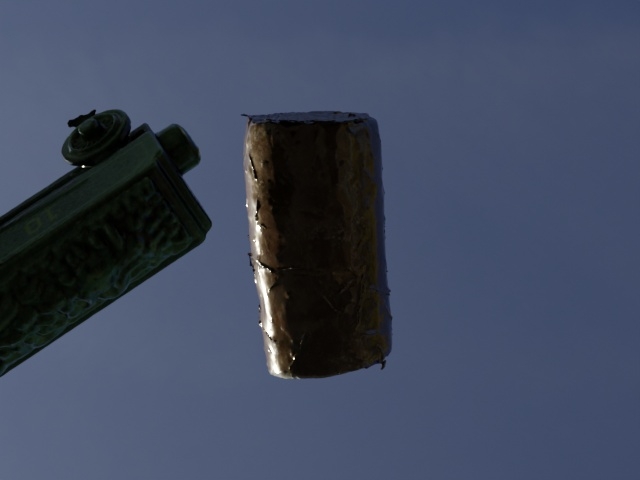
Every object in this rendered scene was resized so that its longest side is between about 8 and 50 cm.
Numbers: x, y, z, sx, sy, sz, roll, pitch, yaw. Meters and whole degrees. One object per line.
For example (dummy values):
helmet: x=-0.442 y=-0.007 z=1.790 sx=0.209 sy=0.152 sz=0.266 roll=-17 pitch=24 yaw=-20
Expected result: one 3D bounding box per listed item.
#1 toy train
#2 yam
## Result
toy train: x=-0.131 y=0.003 z=0.847 sx=0.172 sy=0.070 sz=0.099 roll=-34 pitch=-148 yaw=-2
yam: x=0.000 y=0.000 z=0.908 sx=0.079 sy=0.079 sz=0.141 roll=-1 pitch=-80 yaw=18
